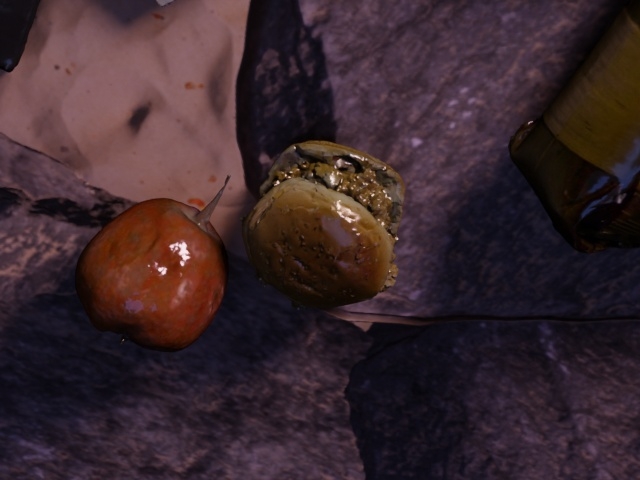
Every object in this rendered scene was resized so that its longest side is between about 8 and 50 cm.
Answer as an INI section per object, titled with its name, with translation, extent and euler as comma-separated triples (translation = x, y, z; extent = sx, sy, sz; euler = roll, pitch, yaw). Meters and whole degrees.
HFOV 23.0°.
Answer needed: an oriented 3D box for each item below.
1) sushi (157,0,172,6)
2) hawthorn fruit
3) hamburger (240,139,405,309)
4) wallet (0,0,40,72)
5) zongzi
[sushi]
translation = -0.128, -0.329, 1.332
extent = 0.192, 0.050, 0.215
euler = -28, 124, 27
[hawthorn fruit]
translation = -0.149, 0.026, 1.556
extent = 0.189, 0.149, 0.149
euler = -40, 119, -11
[hamburger]
translation = 0.000, 0.000, 1.511
extent = 0.159, 0.131, 0.185
euler = 15, 130, -1
[wallet]
translation = -0.391, -0.257, 1.423
extent = 0.285, 0.030, 0.146
euler = 20, 129, -10
[zongzi]
translation = 0.371, -0.107, 1.414
extent = 0.317, 0.154, 0.289
euler = 17, 124, -31
